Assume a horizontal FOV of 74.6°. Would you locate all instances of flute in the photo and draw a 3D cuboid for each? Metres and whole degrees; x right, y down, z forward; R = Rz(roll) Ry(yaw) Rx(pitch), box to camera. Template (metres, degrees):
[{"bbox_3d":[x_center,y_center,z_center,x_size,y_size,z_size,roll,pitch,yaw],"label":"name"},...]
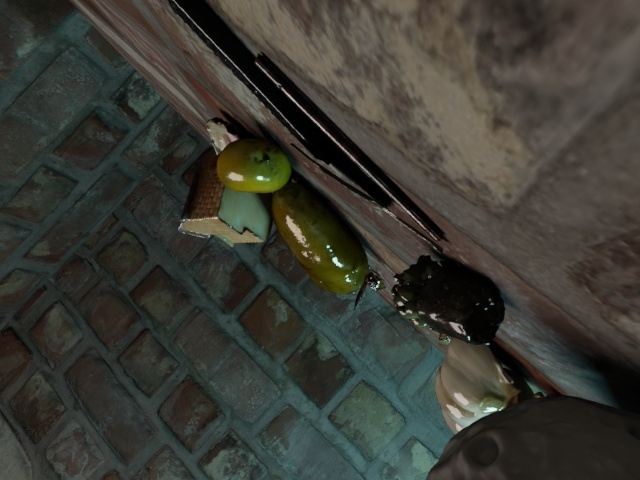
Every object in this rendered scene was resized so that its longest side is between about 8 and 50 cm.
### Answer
[{"bbox_3d":[0.033,-0.092,0.436,0.269,0.014,0.014,42,177,-8],"label":"flute"}]

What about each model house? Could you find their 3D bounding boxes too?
[{"bbox_3d":[-0.222,-0.074,0.950,0.172,0.167,0.183,-7,152,28],"label":"model house"}]

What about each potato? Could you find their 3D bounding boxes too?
[{"bbox_3d":[0.000,0.000,1.021,0.369,0.176,0.196,55,-157,-47],"label":"potato"}]

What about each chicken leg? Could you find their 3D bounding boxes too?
[{"bbox_3d":[0.370,0.280,1.202,0.062,0.038,0.145,8,153,44],"label":"chicken leg"}]

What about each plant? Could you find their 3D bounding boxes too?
[{"bbox_3d":[0.155,0.073,0.527,0.092,0.095,0.143,28,173,-28],"label":"plant"}]

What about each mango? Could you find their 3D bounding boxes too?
[{"bbox_3d":[-0.126,-0.141,0.826,0.195,0.137,0.098,9,-104,-89],"label":"mango"}]

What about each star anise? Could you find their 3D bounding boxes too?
[{"bbox_3d":[0.146,0.159,1.487,0.158,0.144,0.140,42,-174,-1],"label":"star anise"}]

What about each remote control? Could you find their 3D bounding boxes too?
[{"bbox_3d":[-0.072,-0.178,0.475,0.245,0.025,0.063,43,178,-24],"label":"remote control"}]

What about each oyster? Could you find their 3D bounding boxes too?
[{"bbox_3d":[-0.200,-0.219,1.083,0.198,0.092,0.260,38,159,23],"label":"oyster"}]

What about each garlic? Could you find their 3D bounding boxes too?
[{"bbox_3d":[0.327,0.318,0.883,0.281,0.184,0.203,43,-167,-23],"label":"garlic"}]

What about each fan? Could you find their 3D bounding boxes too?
[{"bbox_3d":[0.056,-0.052,0.506,0.220,0.009,0.132,38,-170,24],"label":"fan"}]

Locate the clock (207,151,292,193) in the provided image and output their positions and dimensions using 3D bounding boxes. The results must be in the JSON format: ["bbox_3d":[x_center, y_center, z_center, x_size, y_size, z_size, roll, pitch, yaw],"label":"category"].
[{"bbox_3d":[-0.170,-0.145,1.015,0.205,0.205,0.051,45,-140,-44],"label":"clock"}]

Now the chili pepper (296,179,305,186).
[{"bbox_3d":[-0.041,-0.120,0.999,0.027,0.022,0.083,43,174,28],"label":"chili pepper"}]

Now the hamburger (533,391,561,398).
[{"bbox_3d":[0.393,0.355,0.732,0.102,0.087,0.176,-79,-21,-52],"label":"hamburger"}]

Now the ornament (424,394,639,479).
[{"bbox_3d":[0.249,0.305,0.376,0.337,0.337,0.337,42,177,2],"label":"ornament"}]
